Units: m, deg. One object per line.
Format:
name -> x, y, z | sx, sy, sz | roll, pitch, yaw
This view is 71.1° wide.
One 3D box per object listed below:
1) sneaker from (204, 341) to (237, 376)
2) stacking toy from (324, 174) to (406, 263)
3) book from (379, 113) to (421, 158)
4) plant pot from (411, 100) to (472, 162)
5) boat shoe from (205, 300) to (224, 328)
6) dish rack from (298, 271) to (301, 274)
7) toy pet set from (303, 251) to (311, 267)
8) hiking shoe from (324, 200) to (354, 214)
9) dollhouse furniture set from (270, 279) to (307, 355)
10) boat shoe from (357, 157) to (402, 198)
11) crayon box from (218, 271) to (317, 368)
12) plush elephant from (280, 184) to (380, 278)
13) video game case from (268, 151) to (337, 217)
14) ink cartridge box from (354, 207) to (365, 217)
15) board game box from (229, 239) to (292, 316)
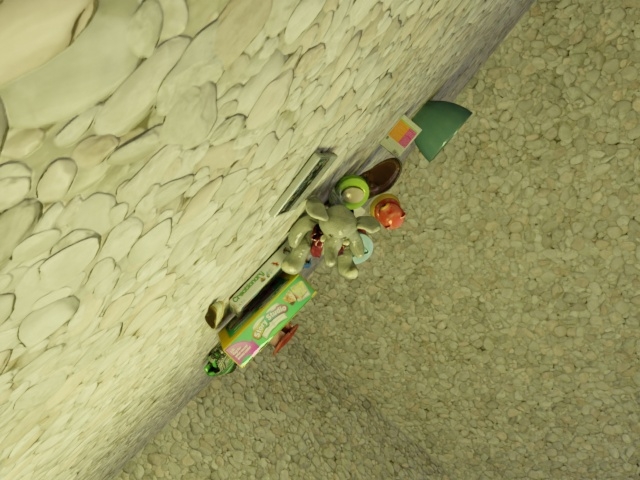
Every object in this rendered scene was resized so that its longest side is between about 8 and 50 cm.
sneaker -> -0.445, 0.534, 2.120 | 0.146, 0.134, 0.344 | -11, 136, -48
stacking toy -> 0.139, -0.069, 1.643 | 0.309, 0.279, 0.130 | -48, -152, 14
book -> 0.317, -0.409, 1.769 | 0.144, 0.096, 0.035 | -49, 175, 7
plant pot -> 0.541, -0.543, 2.113 | 0.290, 0.195, 0.290 | -48, 174, -6
boat shoe -> -0.317, 0.227, 1.365 | 0.045, 0.050, 0.135 | -38, 169, -37
dish rack -> -0.183, 0.270, 2.688 | 0.271, 0.074, 0.208 | -49, 176, -2
toy pet set -> -0.075, 0.111, 2.467 | 0.122, 0.065, 0.114 | -45, 173, -35
hiking shoe -> 0.068, -0.113, 1.743 | 0.086, 0.114, 0.227 | -42, 172, -49
dollhouse furniture set -> -0.180, 0.303, 1.996 | 0.152, 0.201, 0.374 | -36, 158, -55
boat shoe -> 0.192, -0.222, 1.801 | 0.307, 0.111, 0.104 | -39, 164, 30
crayon box -> -0.208, 0.274, 1.667 | 0.363, 0.106, 0.313 | -45, -168, -12
plush elephant -> 0.039, -0.019, 1.449 | 0.255, 0.271, 0.330 | -152, -105, -82
video game case -> -0.041, -0.144, 1.134 | 0.190, 0.022, 0.173 | -50, 175, 19
ink cartridge box -> 0.150, -0.138, 2.253 | 0.067, 0.115, 0.198 | -48, 176, -12
board game box -> -0.208, 0.140, 1.630 | 0.305, 0.053, 0.193 | -47, 176, -21
